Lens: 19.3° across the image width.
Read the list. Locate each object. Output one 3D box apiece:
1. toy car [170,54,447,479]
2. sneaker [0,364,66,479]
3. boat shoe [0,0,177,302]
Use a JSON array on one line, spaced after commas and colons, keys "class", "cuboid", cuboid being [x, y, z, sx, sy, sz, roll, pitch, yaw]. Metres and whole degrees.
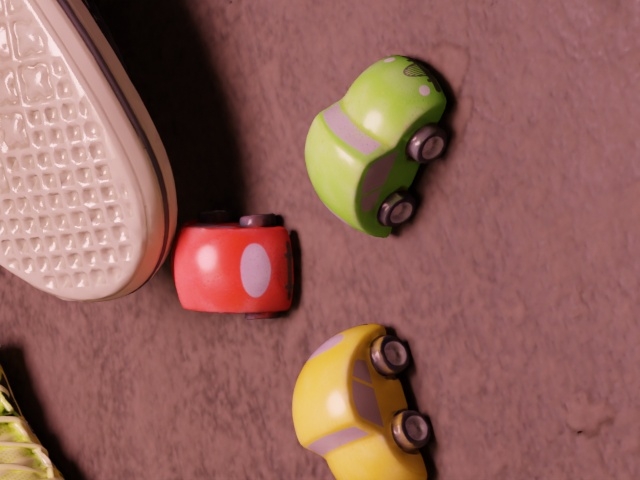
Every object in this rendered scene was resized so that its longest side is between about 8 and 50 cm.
[{"class": "toy car", "cuboid": [0.000, 0.000, 1.029, 0.239, 0.053, 0.225, 47, 127, 36]}, {"class": "sneaker", "cuboid": [-0.256, 0.147, 1.280, 0.384, 0.145, 0.147, 32, 118, 42]}, {"class": "boat shoe", "cuboid": [-0.223, -0.170, 1.204, 0.500, 0.156, 0.187, 51, 127, 25]}]
